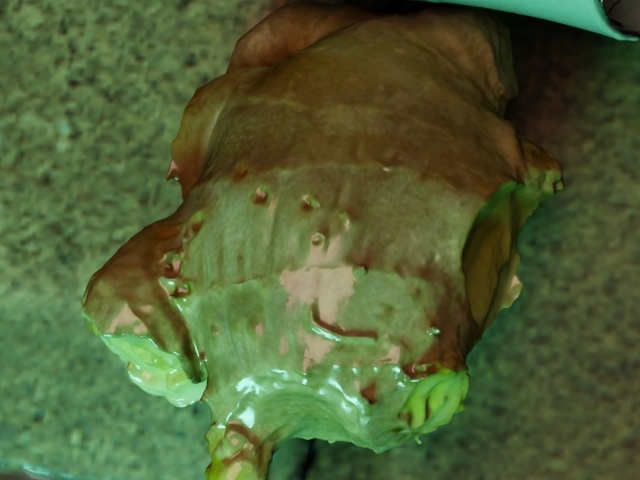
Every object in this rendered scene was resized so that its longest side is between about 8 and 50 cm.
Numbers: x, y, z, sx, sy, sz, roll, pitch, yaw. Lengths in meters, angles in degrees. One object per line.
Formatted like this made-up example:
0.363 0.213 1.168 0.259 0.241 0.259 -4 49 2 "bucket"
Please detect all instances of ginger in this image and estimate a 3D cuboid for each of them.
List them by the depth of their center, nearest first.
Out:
0.000 0.000 0.631 0.157 0.102 0.216 10 61 20 "ginger"

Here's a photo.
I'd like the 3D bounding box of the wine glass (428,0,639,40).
0.023 -0.137 0.636 0.231 0.103 0.103 17 79 35 "wine glass"
